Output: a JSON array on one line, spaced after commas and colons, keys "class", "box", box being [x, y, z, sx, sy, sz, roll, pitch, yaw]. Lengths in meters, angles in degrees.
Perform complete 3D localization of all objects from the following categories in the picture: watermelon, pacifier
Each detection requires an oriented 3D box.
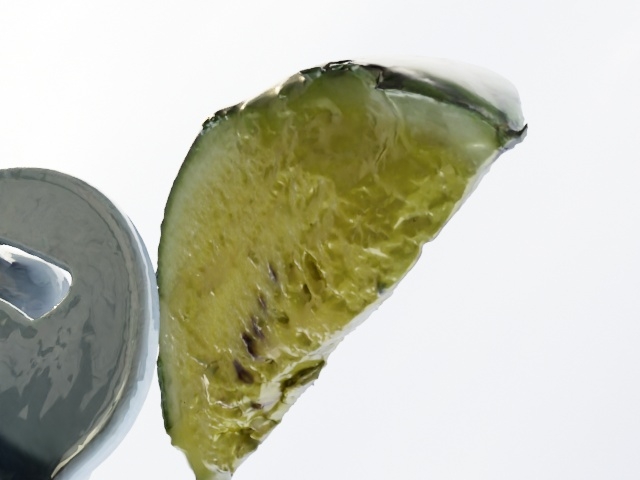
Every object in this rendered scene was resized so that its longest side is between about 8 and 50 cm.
[{"class": "watermelon", "box": [0.000, 0.000, 0.742, 0.301, 0.123, 0.129, -51, -132, 44]}, {"class": "pacifier", "box": [-0.198, 0.069, 0.583, 0.227, 0.207, 0.279, 19, -106, 36]}]
